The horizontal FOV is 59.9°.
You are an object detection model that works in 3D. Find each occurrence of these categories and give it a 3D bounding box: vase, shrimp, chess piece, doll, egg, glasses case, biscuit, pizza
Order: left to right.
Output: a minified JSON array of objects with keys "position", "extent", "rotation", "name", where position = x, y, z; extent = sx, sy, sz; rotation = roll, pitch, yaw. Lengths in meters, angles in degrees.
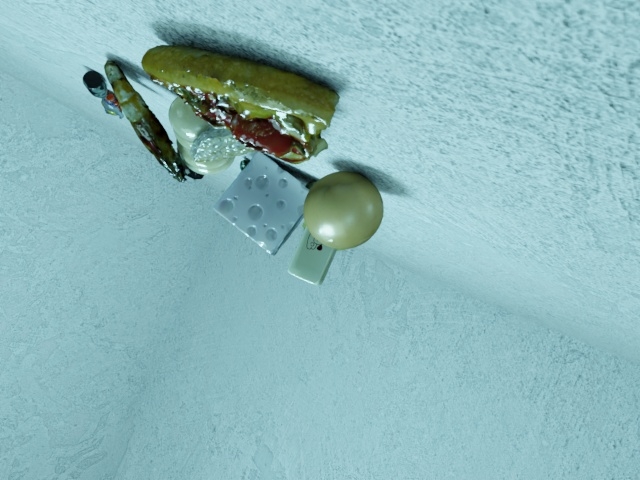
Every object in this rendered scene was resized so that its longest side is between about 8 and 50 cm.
[{"position":[-0.722,-0.494,1.795],"extent":[0.059,0.060,0.211],"rotation":[26,175,-13],"name":"vase"},{"position":[-0.761,-0.498,2.018],"extent":[0.104,0.062,0.194],"rotation":[25,170,-11],"name":"doll"},{"position":[-0.474,-0.321,1.515],"extent":[0.365,0.071,0.233],"rotation":[61,174,-29],"name":"shrimp"},{"position":[-0.313,-0.282,1.448],"extent":[0.166,0.167,0.300],"rotation":[25,172,0],"name":"chess piece"},{"position":[-0.215,-0.239,1.329],"extent":[0.265,0.040,0.188],"rotation":[-14,172,25],"name":"biscuit"},{"position":[-0.106,-0.221,1.075],"extent":[0.439,0.130,0.406],"rotation":[23,174,28],"name":"pizza"},{"position":[0.000,0.000,2.006],"extent":[0.131,0.313,0.070],"rotation":[24,180,16],"name":"glasses case"},{"position":[0.061,-0.080,1.411],"extent":[0.200,0.201,0.244],"rotation":[26,165,-9],"name":"egg"}]

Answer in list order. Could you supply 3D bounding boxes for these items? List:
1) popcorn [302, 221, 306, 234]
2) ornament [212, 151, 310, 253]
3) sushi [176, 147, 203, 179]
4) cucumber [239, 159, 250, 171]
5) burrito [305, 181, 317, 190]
[{"position":[0.049,-0.042,2.322],"extent":[0.225,0.174,0.286],"rotation":[11,170,-16],"name":"popcorn"},{"position":[-0.178,-0.114,1.846],"extent":[0.239,0.240,0.239],"rotation":[38,176,0],"name":"ornament"},{"position":[-0.452,-0.303,1.994],"extent":[0.153,0.151,0.172],"rotation":[26,176,-13],"name":"sushi"},{"position":[-0.261,-0.260,2.098],"extent":[0.056,0.056,0.250],"rotation":[24,177,16],"name":"cucumber"},{"position":[-0.006,-0.167,1.790],"extent":[0.058,0.045,0.188],"rotation":[43,174,-18],"name":"burrito"}]
